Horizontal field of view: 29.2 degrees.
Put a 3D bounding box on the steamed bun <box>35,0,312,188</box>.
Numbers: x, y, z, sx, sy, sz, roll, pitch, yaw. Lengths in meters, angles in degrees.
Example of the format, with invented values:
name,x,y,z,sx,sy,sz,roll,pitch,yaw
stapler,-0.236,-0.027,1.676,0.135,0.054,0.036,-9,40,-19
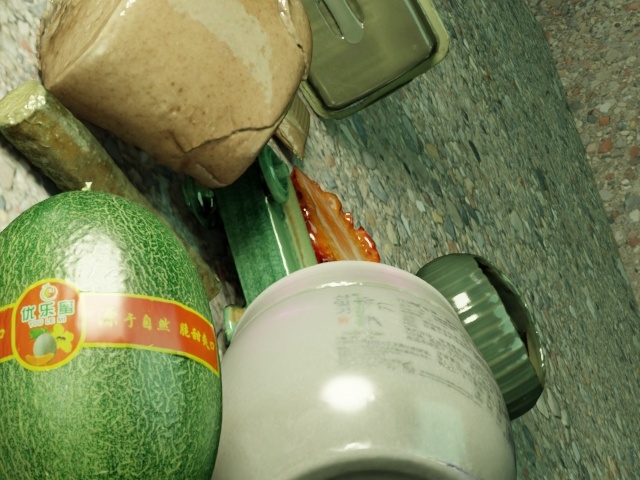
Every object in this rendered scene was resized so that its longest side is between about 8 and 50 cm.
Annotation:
name,x,y,z,sx,sy,sz,roll,pitch,yaw
steamed bun,-0.121,-0.215,1.186,0.251,0.199,0.301,28,33,-22

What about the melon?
name,x,y,z,sx,sy,sz,roll,pitch,yaw
melon,-0.160,0.082,0.861,0.182,0.182,0.288,33,38,-53

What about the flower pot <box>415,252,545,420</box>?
name,x,y,z,sx,sy,sz,roll,pitch,yaw
flower pot,0.209,0.135,1.686,0.243,0.157,0.189,66,23,3

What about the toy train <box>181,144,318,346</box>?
name,x,y,z,sx,sy,sz,roll,pitch,yaw
toy train,-0.050,0.028,1.299,0.177,0.116,0.285,43,26,-68

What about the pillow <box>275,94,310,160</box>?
name,x,y,z,sx,sy,sz,roll,pitch,yaw
pillow,-0.076,-0.204,1.576,0.211,0.034,0.135,51,27,-27

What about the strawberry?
name,x,y,z,sx,sy,sz,roll,pitch,yaw
strawberry,0.000,0.000,1.465,0.187,0.082,0.146,61,15,8

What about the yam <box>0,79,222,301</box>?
name,x,y,z,sx,sy,sz,roll,pitch,yaw
yam,-0.186,-0.032,1.106,0.274,0.061,0.061,50,25,-33

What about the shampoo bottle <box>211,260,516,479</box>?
name,x,y,z,sx,sy,sz,roll,pitch,yaw
shampoo bottle,0.029,0.175,1.072,0.273,0.273,0.266,53,16,-26

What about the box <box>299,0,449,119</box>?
name,x,y,z,sx,sy,sz,roll,pitch,yaw
box,0.028,-0.330,1.709,0.290,0.220,0.166,58,10,-14
